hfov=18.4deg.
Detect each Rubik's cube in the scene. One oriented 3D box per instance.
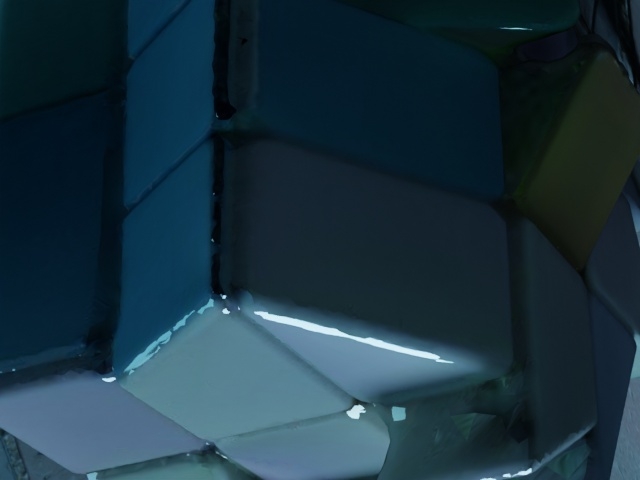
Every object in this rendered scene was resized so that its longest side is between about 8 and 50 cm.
[{"bbox_3d":[0.000,0.000,1.066,0.368,0.358,0.387,41,-136,-51],"label":"Rubik's cube"}]
